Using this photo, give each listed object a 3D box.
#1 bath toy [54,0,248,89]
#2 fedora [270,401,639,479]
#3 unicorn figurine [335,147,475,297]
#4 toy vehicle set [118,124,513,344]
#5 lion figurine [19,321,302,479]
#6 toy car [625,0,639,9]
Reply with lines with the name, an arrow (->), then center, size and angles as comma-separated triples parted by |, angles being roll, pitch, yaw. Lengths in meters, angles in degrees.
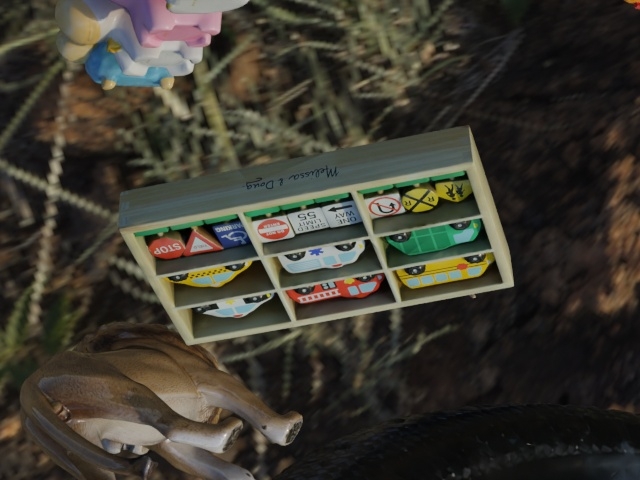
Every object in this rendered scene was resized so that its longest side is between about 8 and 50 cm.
bath toy -> -0.162, -0.248, 1.880 | 0.151, 0.348, 0.129 | 1, 78, -21
fedora -> 0.092, 0.188, 0.548 | 0.334, 0.334, 0.152 | 26, 117, 10
unicorn figurine -> 0.053, -0.019, 1.617 | 0.162, 0.060, 0.111 | 4, 108, -17
toy vehicle set -> 0.000, 0.000, 1.468 | 0.267, 0.166, 0.035 | -11, 54, 12
lion figurine -> -0.169, 0.145, 1.708 | 0.240, 0.392, 0.142 | 30, 90, 16
toy car -> 0.205, -0.186, 1.340 | 0.060, 0.122, 0.040 | -19, 76, 23
